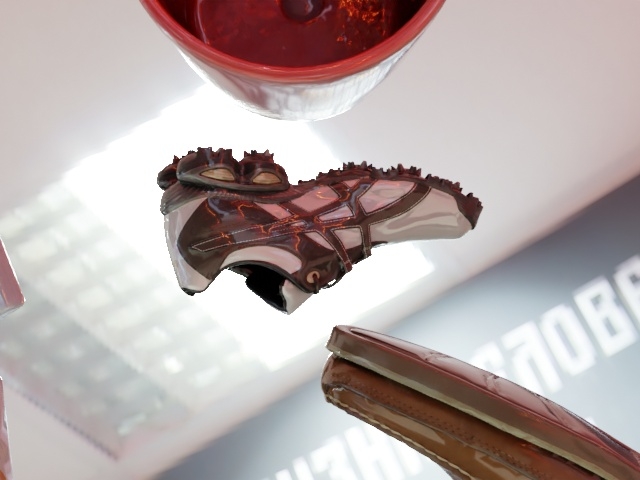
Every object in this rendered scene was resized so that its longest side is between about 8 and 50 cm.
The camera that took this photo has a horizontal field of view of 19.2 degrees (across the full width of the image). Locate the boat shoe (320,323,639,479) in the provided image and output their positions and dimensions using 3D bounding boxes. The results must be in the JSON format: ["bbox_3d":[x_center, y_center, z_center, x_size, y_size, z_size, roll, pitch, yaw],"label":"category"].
[{"bbox_3d":[0.128,0.147,1.008,0.104,0.307,0.111,-65,-7,7],"label":"boat shoe"}]

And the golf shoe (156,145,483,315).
[{"bbox_3d":[0.000,0.000,1.104,0.198,0.094,0.077,4,-11,-19],"label":"golf shoe"}]

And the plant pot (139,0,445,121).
[{"bbox_3d":[-0.020,-0.222,1.519,0.275,0.275,0.243,-22,-13,-4],"label":"plant pot"}]

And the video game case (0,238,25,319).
[{"bbox_3d":[-0.364,-0.010,1.663,0.206,0.227,0.026,-29,-10,39],"label":"video game case"}]

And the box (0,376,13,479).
[{"bbox_3d":[-0.320,0.273,1.354,0.168,0.345,0.215,-10,-9,10],"label":"box"}]
